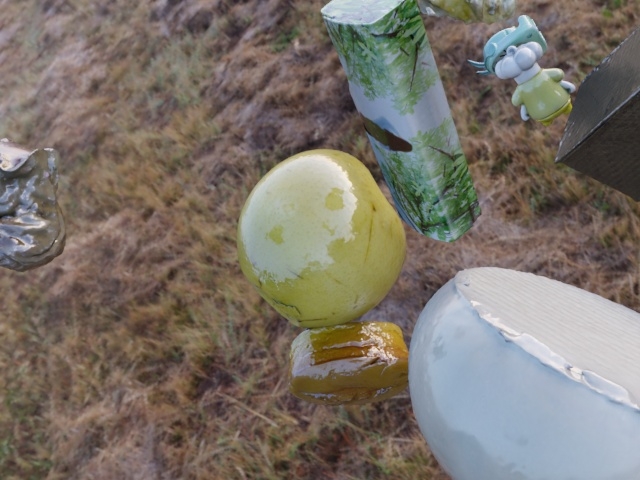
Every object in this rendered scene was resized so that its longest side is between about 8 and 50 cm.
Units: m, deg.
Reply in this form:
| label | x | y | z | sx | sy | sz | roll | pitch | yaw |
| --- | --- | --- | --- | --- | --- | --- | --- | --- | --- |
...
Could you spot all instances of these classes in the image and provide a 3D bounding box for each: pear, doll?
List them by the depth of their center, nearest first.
| label | x | y | z | sx | sy | sz | roll | pitch | yaw |
| --- | --- | --- | --- | --- | --- | --- | --- | --- | --- |
| doll | 0.382 | -0.280 | 1.294 | 0.106 | 0.162 | 0.062 | -31 | 21 | 30 |
| pear | 0.000 | 0.000 | 1.429 | 0.348 | 0.348 | 0.349 | -27 | 43 | 29 |

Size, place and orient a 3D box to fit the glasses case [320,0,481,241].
| label | x | y | z | sx | sy | sz | roll | pitch | yaw |
| --- | --- | --- | --- | --- | --- | --- | --- | --- | --- |
| glasses case | 0.086 | -0.122 | 0.753 | 0.062 | 0.272 | 0.095 | -42 | 39 | -20 |

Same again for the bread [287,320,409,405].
| label | x | y | z | sx | sy | sz | roll | pitch | yaw |
| --- | --- | --- | --- | --- | --- | --- | --- | --- | --- |
| bread | 0.064 | 0.262 | 1.507 | 0.269 | 0.195 | 0.143 | -5 | 54 | -9 |

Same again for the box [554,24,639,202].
| label | x | y | z | sx | sy | sz | roll | pitch | yaw |
| --- | --- | --- | --- | --- | --- | --- | --- | --- | --- |
| box | 0.474 | -0.200 | 1.021 | 0.184 | 0.143 | 0.273 | -63 | 1 | -24 |

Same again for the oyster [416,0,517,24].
| label | x | y | z | sx | sy | sz | roll | pitch | yaw |
| --- | --- | --- | --- | --- | --- | --- | --- | --- | --- |
| oyster | 0.122 | -0.408 | 0.915 | 0.114 | 0.351 | 0.238 | -34 | 18 | 37 |

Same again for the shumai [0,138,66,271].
| label | x | y | z | sx | sy | sz | roll | pitch | yaw |
| --- | --- | --- | --- | --- | --- | --- | --- | --- | --- |
| shumai | -0.456 | -0.061 | 1.116 | 0.186 | 0.183 | 0.218 | -59 | 8 | -4 |

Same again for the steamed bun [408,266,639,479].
| label | x | y | z | sx | sy | sz | roll | pitch | yaw |
| --- | --- | --- | --- | --- | --- | --- | --- | --- | --- |
| steamed bun | 0.265 | 0.195 | 0.806 | 0.374 | 0.374 | 0.242 | 46 | 121 | 53 |

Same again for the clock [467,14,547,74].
| label | x | y | z | sx | sy | sz | roll | pitch | yaw |
| --- | --- | --- | --- | --- | --- | --- | --- | --- | --- |
| clock | 0.341 | -0.346 | 1.334 | 0.135 | 0.101 | 0.041 | -30 | 61 | 22 |
